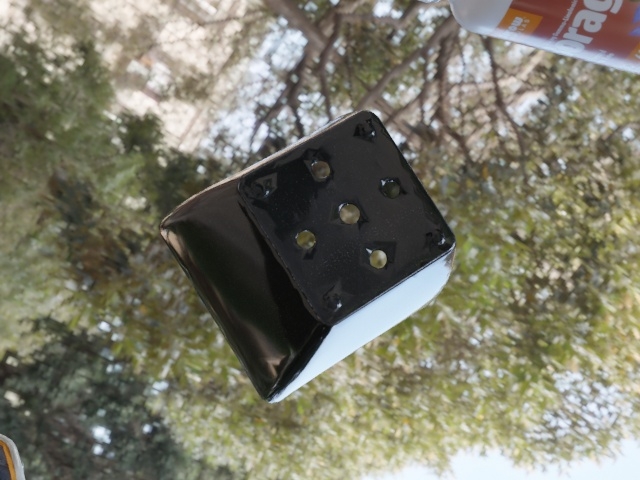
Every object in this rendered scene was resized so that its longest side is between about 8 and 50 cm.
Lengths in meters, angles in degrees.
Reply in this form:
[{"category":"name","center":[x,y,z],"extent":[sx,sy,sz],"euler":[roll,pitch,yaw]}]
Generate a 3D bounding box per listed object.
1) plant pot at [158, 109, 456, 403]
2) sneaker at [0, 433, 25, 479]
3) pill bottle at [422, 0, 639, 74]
[{"category":"plant pot","center":[0.000,0.000,0.776],"extent":[0.188,0.187,0.167],"euler":[-31,175,-19]},{"category":"sneaker","center":[-0.347,0.213,0.840],"extent":[0.127,0.321,0.126],"euler":[-47,172,-38]},{"category":"pill bottle","center":[0.177,-0.209,0.742],"extent":[0.121,0.216,0.121],"euler":[-168,-90,-81]}]
